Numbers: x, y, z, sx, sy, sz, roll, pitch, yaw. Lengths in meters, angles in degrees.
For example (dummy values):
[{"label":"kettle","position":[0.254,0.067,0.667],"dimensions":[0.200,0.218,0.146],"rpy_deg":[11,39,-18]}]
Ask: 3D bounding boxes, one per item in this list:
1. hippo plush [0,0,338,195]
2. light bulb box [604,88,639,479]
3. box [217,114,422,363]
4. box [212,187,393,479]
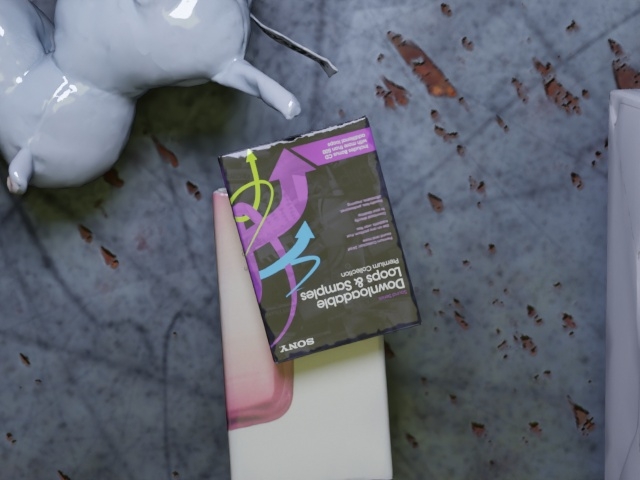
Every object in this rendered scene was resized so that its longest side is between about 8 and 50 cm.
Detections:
[{"label":"hippo plush","position":[-0.164,-0.158,1.524],"dimensions":[0.294,0.234,0.236],"rpy_deg":[44,115,-3]},{"label":"light bulb box","position":[0.402,0.069,1.401],"dimensions":[0.361,0.225,0.357],"rpy_deg":[-1,99,-4]},{"label":"box","position":[0.000,0.000,1.444],"dimensions":[0.116,0.029,0.162],"rpy_deg":[-16,93,-2]},{"label":"box","position":[-0.015,0.070,1.535],"dimensions":[0.127,0.148,0.232],"rpy_deg":[-3,92,-1]}]
